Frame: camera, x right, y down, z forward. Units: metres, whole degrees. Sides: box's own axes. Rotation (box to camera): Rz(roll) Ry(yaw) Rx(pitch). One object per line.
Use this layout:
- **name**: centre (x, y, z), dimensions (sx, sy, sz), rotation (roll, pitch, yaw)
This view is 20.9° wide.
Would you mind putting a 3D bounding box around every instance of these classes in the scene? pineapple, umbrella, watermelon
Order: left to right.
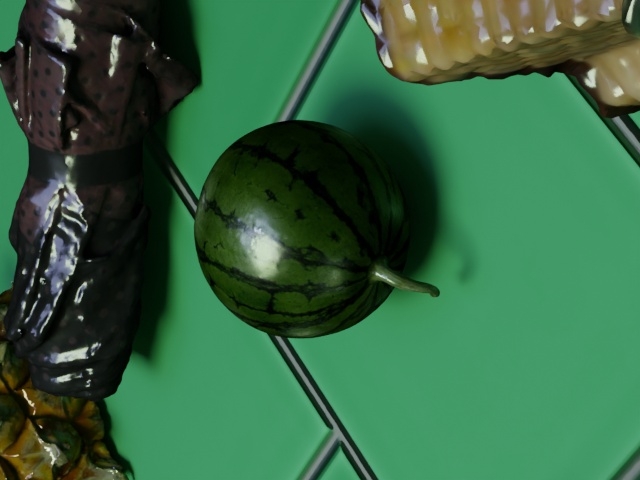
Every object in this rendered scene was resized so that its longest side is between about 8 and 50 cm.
- **pineapple**: centre (-0.172, 0.144, 1.047), dimensions (0.135, 0.079, 0.233), rotation (23, 124, 56)
- **umbrella**: centre (-0.125, -0.069, 0.914), dimensions (0.094, 0.090, 0.326), rotation (30, 122, 47)
- **watermelon**: centre (-0.006, -0.003, 0.773), dimensions (0.109, 0.109, 0.109), rotation (18, 114, 48)

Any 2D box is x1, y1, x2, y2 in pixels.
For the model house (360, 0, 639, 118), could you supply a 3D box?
- **model house**: centre (0.123, -0.122, 0.506), dimensions (0.172, 0.183, 0.167), rotation (-3, 99, 54)
